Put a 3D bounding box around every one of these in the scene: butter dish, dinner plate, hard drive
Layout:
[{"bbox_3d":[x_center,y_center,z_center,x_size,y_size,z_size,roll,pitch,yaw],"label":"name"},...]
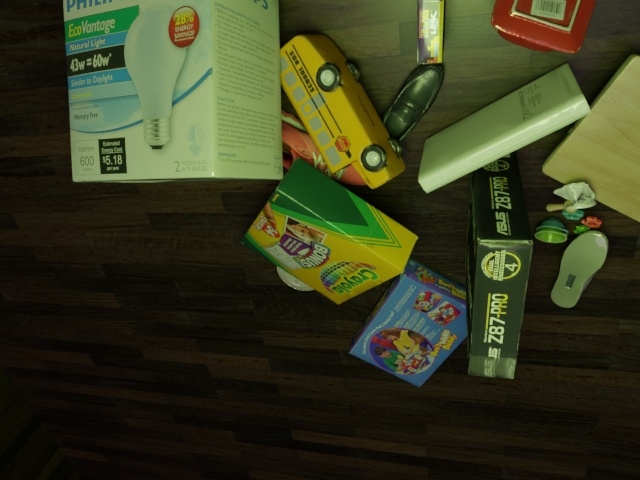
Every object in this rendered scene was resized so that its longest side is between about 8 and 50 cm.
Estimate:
[{"bbox_3d":[0.380,-0.400,0.905,0.160,0.118,0.160,20,84,2],"label":"butter dish"},{"bbox_3d":[-0.057,0.090,1.445,0.141,0.017,0.141,9,128,12],"label":"dinner plate"},{"bbox_3d":[0.338,-0.216,0.985,0.307,0.203,0.040,-27,113,31],"label":"hard drive"}]

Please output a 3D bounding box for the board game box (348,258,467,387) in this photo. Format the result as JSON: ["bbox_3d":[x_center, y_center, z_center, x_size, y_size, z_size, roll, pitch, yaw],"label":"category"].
[{"bbox_3d":[0.257,0.235,1.411,0.233,0.078,0.347,26,128,-2],"label":"board game box"}]

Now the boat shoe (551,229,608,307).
[{"bbox_3d":[0.594,0.055,1.180,0.079,0.081,0.227,26,137,24],"label":"boat shoe"}]

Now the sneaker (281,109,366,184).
[{"bbox_3d":[-0.015,-0.183,1.161,0.313,0.136,0.116,21,128,2],"label":"sneaker"}]

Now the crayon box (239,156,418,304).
[{"bbox_3d":[0.000,0.000,1.214,0.313,0.106,0.363,34,154,-8],"label":"crayon box"}]

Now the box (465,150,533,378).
[{"bbox_3d":[0.345,0.019,1.031,0.097,0.395,0.318,1,125,14],"label":"box"}]

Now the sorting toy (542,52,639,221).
[{"bbox_3d":[0.613,-0.194,0.988,0.257,0.089,0.255,26,128,-3],"label":"sorting toy"}]

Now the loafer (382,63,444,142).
[{"bbox_3d":[0.182,-0.269,1.075,0.076,0.078,0.223,31,127,-6],"label":"loafer"}]

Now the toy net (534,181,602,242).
[{"bbox_3d":[0.533,-0.049,1.077,0.122,0.045,0.232,13,163,16],"label":"toy net"}]

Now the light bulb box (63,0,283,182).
[{"bbox_3d":[-0.279,-0.294,0.994,0.358,0.225,0.361,1,95,26],"label":"light bulb box"}]

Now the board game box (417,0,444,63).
[{"bbox_3d":[0.200,-0.422,0.921,0.048,0.141,0.170,3,125,15],"label":"board game box"}]

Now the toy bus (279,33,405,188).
[{"bbox_3d":[0.038,-0.256,1.049,0.130,0.108,0.333,-27,95,34],"label":"toy bus"}]
